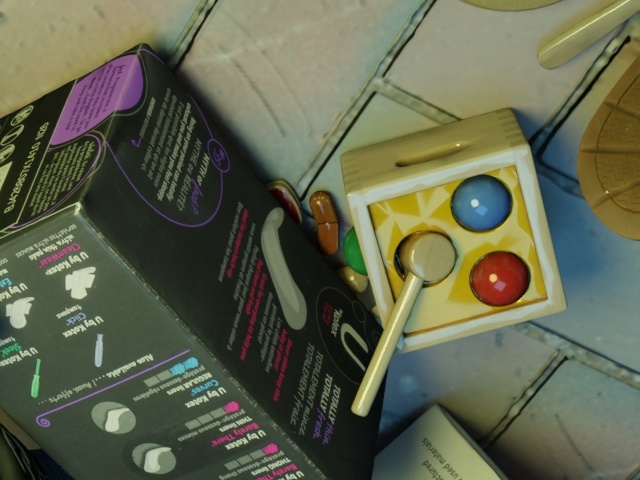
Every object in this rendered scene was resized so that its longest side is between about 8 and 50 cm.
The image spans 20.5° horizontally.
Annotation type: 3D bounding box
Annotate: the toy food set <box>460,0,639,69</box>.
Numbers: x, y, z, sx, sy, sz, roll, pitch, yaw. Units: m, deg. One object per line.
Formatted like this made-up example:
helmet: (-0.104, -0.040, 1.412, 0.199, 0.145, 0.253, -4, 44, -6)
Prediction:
toy food set: (0.116, -0.183, 0.987, 0.132, 0.038, 0.192, -32, 131, 26)

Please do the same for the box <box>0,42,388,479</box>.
box: (-0.094, 0.048, 1.051, 0.143, 0.165, 0.270, -24, 121, 27)

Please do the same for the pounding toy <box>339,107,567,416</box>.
pounding toy: (0.068, 0.012, 1.059, 0.141, 0.100, 0.130, -15, 112, 3)

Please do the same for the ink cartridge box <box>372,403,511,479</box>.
ink cartridge box: (0.040, 0.351, 1.208, 0.384, 0.160, 0.279, -42, 120, -1)

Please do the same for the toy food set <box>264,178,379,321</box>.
toy food set: (0.000, 0.000, 1.123, 0.122, 0.019, 0.078, 36, 117, -16)

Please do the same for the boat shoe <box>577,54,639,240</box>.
boat shoe: (0.295, -0.126, 0.996, 0.123, 0.123, 0.342, 13, 122, -48)

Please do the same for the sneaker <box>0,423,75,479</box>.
sneaker: (-0.194, 0.169, 1.036, 0.130, 0.330, 0.147, 44, 111, 15)
